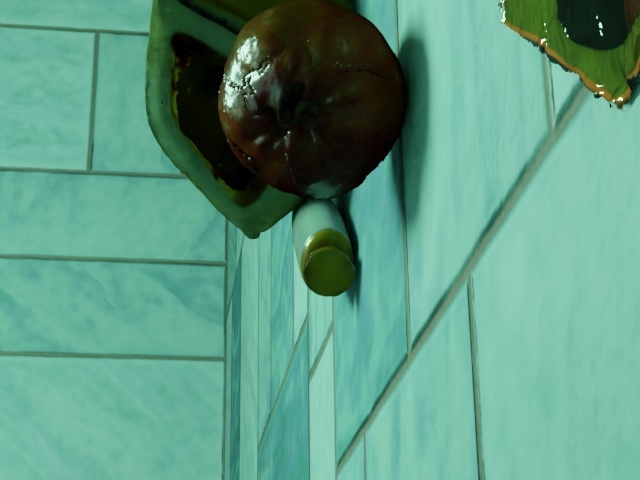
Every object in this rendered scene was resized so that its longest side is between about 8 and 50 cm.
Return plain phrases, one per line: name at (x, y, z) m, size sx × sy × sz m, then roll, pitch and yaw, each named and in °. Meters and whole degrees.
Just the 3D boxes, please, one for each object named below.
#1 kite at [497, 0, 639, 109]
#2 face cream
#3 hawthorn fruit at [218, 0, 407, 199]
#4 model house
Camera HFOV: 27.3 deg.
kite at (0.120, -0.221, 0.552) m, size 0.377 × 0.013 × 0.328 m, roll 104°, pitch 167°, yaw -60°
face cream at (0.000, 0.000, 1.262) m, size 0.182 × 0.051 × 0.072 m, roll -106°, pitch 20°, yaw -70°
hawthorn fruit at (-0.003, -0.113, 1.008) m, size 0.172 × 0.148 × 0.148 m, roll -58°, pitch -26°, yaw -70°
model house at (-0.060, -0.176, 1.308) m, size 0.239 × 0.173 × 0.268 m, roll -70°, pitch -5°, yaw -47°
